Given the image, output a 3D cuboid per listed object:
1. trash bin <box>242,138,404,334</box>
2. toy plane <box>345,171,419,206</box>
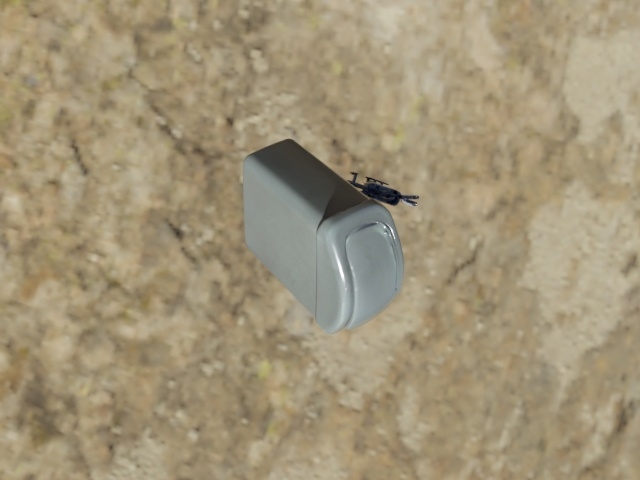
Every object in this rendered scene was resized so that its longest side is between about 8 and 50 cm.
[{"bbox_3d":[0.000,0.000,1.819,0.101,0.236,0.177,-26,136,-26],"label":"trash bin"},{"bbox_3d":[0.067,-0.064,1.870,0.120,0.049,0.031,16,92,-32],"label":"toy plane"}]
